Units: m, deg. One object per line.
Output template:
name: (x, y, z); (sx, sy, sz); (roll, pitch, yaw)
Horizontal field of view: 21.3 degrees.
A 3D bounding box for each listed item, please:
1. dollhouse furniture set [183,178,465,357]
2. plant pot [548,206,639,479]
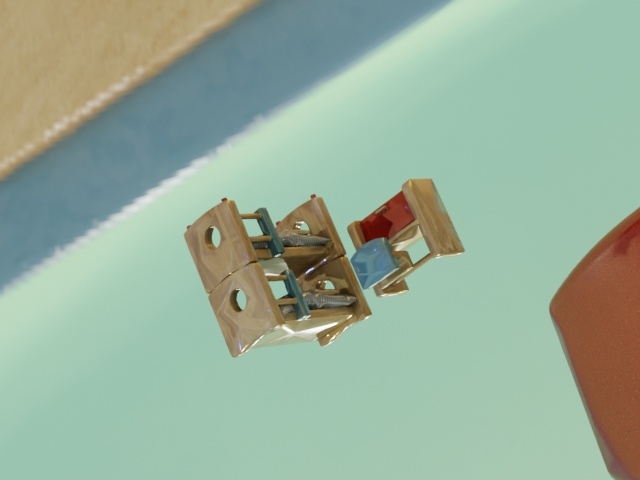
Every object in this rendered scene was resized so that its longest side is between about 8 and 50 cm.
dollhouse furniture set: (0.000, 0.000, 1.493); (0.129, 0.129, 0.184); (-3, 154, -48)
plant pot: (0.360, 0.086, 1.488); (0.267, 0.236, 0.267); (-16, 83, -32)
